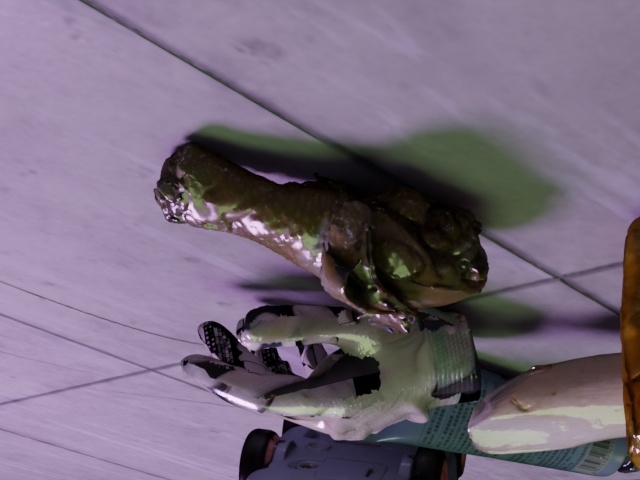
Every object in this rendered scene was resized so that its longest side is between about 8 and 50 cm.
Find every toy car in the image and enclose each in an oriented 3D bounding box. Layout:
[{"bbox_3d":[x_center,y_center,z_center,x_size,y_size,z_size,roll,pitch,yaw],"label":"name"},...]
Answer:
[{"bbox_3d":[0.035,0.272,0.964,0.180,0.212,0.270,3,-175,15],"label":"toy car"}]

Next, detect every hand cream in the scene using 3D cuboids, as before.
[{"bbox_3d":[0.165,0.153,0.884,0.271,0.091,0.058,16,-172,-23],"label":"hand cream"}]

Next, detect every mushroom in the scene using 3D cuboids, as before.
[{"bbox_3d":[0.207,0.116,0.721,0.209,0.071,0.084,-9,128,27],"label":"mushroom"}]

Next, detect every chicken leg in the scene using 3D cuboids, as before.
[{"bbox_3d":[0.004,-0.001,0.596,0.196,0.080,0.125,21,166,-22],"label":"chicken leg"}]

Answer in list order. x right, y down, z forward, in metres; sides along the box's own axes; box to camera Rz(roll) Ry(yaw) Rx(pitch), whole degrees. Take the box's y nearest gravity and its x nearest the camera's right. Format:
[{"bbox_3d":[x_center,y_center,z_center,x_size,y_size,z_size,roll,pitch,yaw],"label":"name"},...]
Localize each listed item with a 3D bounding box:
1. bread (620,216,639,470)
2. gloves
[{"bbox_3d":[0.249,0.065,0.571,0.149,0.143,0.158,-11,153,38],"label":"bread"},{"bbox_3d":[0.006,0.098,0.766,0.212,0.111,0.127,-11,174,-3],"label":"gloves"}]
